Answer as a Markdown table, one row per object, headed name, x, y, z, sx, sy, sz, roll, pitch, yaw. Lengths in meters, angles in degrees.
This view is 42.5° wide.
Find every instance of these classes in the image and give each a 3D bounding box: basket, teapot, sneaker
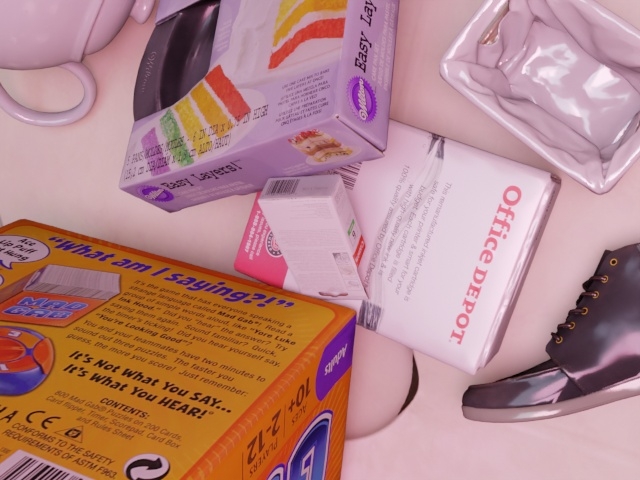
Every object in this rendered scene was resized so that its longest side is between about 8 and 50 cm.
| name | x | y | z | sx | sy | sz | roll | pitch | yaw |
| --- | --- | --- | --- | --- | --- | --- | --- | --- | --- |
| basket | 0.198 | -0.127 | 0.661 | 0.167 | 0.103 | 0.113 | 41 | 105 | 15 |
| teapot | -0.252 | -0.259 | 0.793 | 0.187 | 0.256 | 0.252 | 25 | 77 | -18 |
| sneaker | 0.214 | 0.076 | 0.682 | 0.222 | 0.083 | 0.118 | -17 | 80 | 12 |

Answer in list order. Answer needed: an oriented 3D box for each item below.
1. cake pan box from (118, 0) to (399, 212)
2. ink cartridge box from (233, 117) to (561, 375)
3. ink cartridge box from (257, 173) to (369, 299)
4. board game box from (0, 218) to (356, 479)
| name | x | y | z | sx | sy | sz | roll | pitch | yaw |
| --- | --- | --- | --- | --- | --- | --- | --- | --- | --- |
| cake pan box | -0.053 | -0.163 | 0.697 | 0.267 | 0.070 | 0.246 | -10 | 62 | 41 |
| ink cartridge box | 0.067 | -0.013 | 0.718 | 0.237 | 0.100 | 0.172 | 22 | 100 | 20 |
| ink cartridge box | 0.000 | 0.000 | 0.658 | 0.063 | 0.029 | 0.115 | -1 | 134 | 24 |
| board game box | -0.213 | 0.235 | 0.654 | 0.356 | 0.356 | 0.356 | 14 | 115 | 21 |
